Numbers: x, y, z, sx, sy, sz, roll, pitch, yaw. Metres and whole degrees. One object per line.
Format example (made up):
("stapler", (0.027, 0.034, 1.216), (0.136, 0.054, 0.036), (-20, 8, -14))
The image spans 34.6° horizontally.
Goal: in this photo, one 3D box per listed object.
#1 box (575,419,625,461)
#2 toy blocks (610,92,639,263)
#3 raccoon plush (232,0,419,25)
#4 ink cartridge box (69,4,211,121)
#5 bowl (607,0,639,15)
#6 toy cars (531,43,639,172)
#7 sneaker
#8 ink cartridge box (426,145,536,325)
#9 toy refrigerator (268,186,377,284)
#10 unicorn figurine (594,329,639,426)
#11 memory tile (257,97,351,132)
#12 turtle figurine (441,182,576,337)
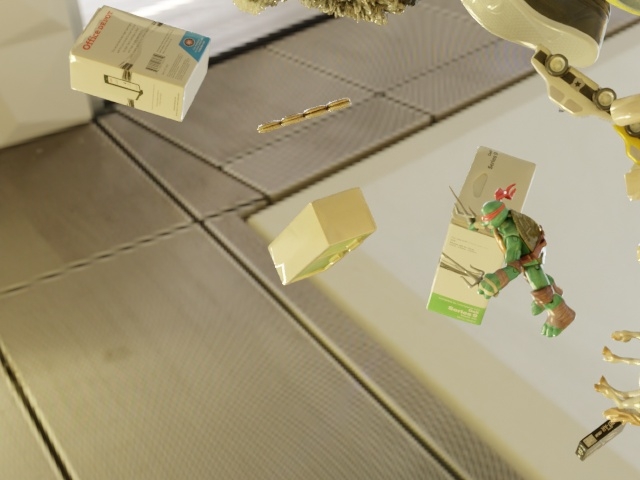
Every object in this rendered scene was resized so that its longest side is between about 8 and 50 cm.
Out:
("box", (0.431, 0.300, 1.576), (0.083, 0.067, 0.018), (-33, -117, -11))
("toy blocks", (0.627, -0.094, 1.494), (0.289, 0.309, 0.260), (-6, 177, -40))
("raccoon plush", (-0.049, -0.393, 1.346), (0.446, 0.216, 0.299), (-22, 159, 40))
("ink cartridge box", (-0.308, -0.306, 1.765), (0.203, 0.086, 0.148), (17, -131, 2))
("bowl", (0.453, -0.475, 1.475), (0.289, 0.289, 0.156), (-16, -158, -15))
("toy cars", (0.487, -0.190, 1.719), (0.394, 0.087, 0.176), (29, -166, -30))
("sneaker", (0.401, -0.441, 1.903), (0.296, 0.104, 0.147), (30, -120, 10))
("ink cartridge box", (0.307, -0.006, 1.986), (0.122, 0.289, 0.211), (19, -125, 9))
("toy refrigerator", (0.000, 0.000, 1.888), (0.102, 0.269, 0.094), (-18, -101, -24))
("unicorn figurine", (0.366, 0.149, 1.138), (0.111, 0.162, 0.060), (21, -127, 26))
("memory tile", (-0.024, -0.191, 1.566), (0.148, 0.012, 0.113), (-17, -175, 5))
("turtle figurine", (0.267, 0.021, 1.443), (0.118, 0.234, 0.175), (-30, -159, 29))
